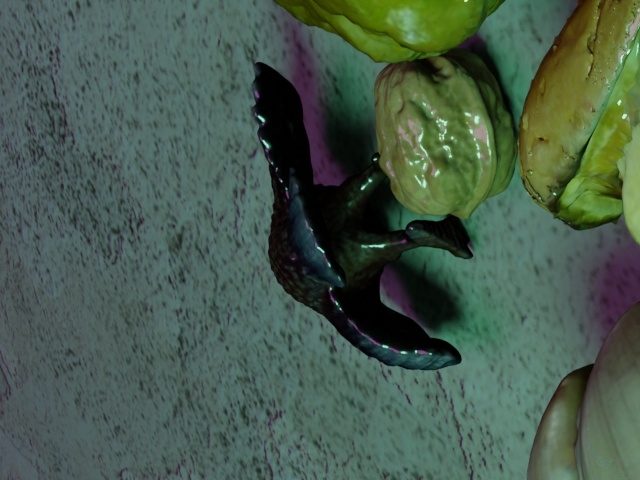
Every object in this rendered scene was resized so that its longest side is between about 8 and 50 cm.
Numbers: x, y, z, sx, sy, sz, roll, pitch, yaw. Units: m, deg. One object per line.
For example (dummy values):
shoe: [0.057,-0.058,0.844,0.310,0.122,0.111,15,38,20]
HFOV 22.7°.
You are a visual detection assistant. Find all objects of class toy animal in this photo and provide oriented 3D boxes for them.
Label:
toy animal: [-0.002,0.002,0.992,0.218,0.116,0.179,58,147,6]

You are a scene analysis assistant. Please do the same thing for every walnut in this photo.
walnut: [0.069,-0.058,0.881,0.082,0.079,0.096,-2,105,59]

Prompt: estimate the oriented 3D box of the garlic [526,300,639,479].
garlic: [0.192,0.104,0.712,0.191,0.160,0.214,56,150,12]

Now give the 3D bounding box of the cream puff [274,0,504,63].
cream puff: [0.014,-0.196,0.768,0.196,0.244,0.244,-51,60,21]

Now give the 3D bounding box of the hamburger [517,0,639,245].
hamburger: [0.159,-0.089,0.677,0.124,0.131,0.262,49,139,29]
